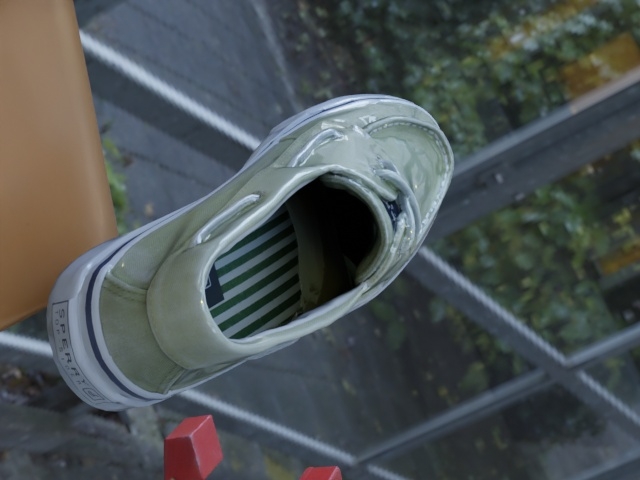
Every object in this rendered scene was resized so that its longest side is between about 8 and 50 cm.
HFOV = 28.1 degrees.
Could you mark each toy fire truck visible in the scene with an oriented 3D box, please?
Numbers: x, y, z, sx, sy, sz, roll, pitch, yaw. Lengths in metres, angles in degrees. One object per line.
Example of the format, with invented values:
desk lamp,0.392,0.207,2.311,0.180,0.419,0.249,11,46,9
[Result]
toy fire truck,-0.041,0.231,1.004,0.047,0.135,0.192,-42,122,-69

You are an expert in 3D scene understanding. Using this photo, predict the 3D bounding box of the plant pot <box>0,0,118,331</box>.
plant pot,-0.230,-0.042,0.643,0.203,0.291,0.291,66,18,-8

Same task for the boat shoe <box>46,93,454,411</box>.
boat shoe,0.000,0.000,0.627,0.302,0.094,0.109,-37,111,-50
